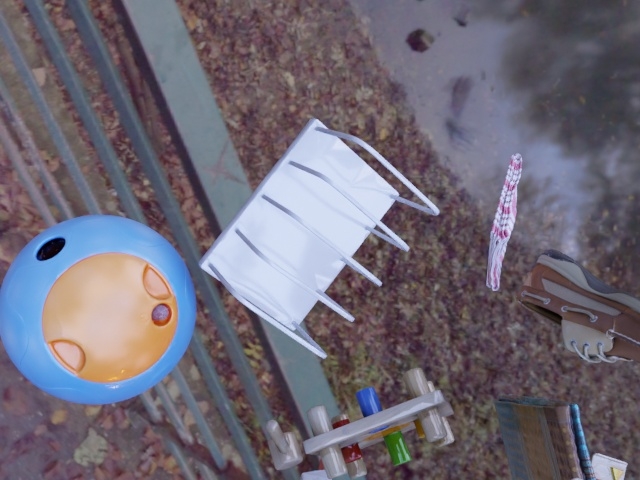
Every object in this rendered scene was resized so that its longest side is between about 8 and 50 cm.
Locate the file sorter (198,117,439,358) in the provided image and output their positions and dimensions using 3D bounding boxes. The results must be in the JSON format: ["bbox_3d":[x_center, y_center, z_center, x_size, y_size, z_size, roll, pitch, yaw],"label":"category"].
[{"bbox_3d":[0.000,0.000,0.967,0.193,0.173,0.277,39,89,-27],"label":"file sorter"}]

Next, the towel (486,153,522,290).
[{"bbox_3d":[0.315,-0.031,1.136,0.144,0.029,0.197,79,28,-49],"label":"towel"}]

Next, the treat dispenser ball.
[{"bbox_3d":[-0.336,0.105,1.033,0.288,0.288,0.287,-5,98,-39],"label":"treat dispenser ball"}]

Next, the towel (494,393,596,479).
[{"bbox_3d":[0.321,0.349,0.924,0.040,0.370,0.271,-11,77,1],"label":"towel"}]

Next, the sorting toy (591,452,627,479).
[{"bbox_3d":[0.392,0.333,0.947,0.083,0.012,0.062,20,83,-12],"label":"sorting toy"}]

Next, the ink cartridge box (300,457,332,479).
[{"bbox_3d":[-0.050,0.726,1.674,0.091,0.385,0.307,14,85,-4],"label":"ink cartridge box"}]

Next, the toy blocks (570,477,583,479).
[{"bbox_3d":[0.230,0.292,0.632,0.054,0.148,0.123,20,54,-39],"label":"toy blocks"}]

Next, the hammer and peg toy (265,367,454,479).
[{"bbox_3d":[0.065,0.361,1.229,0.266,0.362,0.127,54,14,-66],"label":"hammer and peg toy"}]

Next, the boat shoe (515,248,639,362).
[{"bbox_3d":[0.428,0.133,1.031,0.120,0.324,0.122,-47,122,2],"label":"boat shoe"}]
